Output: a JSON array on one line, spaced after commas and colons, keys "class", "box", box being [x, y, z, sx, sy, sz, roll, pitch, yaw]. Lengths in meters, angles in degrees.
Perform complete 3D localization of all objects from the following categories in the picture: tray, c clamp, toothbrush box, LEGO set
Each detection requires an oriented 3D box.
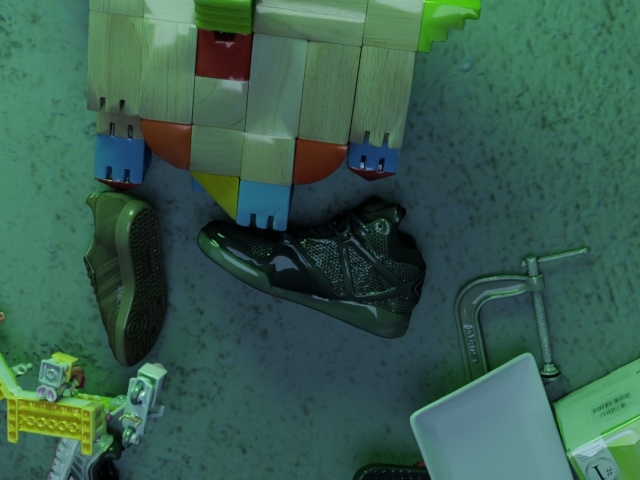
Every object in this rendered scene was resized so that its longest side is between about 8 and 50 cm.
[{"class": "tray", "box": [0.187, 0.254, 1.443, 0.145, 0.030, 0.270, -27, 113, -15]}, {"class": "c clamp", "box": [0.205, 0.090, 1.419, 0.137, 0.022, 0.161, -5, 109, 4]}, {"class": "toothbrush box", "box": [0.393, 0.253, 1.416, 0.206, 0.122, 0.283, -27, 107, 11]}, {"class": "LEGO set", "box": [-0.284, 0.120, 1.413, 0.287, 0.107, 0.132, 28, 109, 11]}]

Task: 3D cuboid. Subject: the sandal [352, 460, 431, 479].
[{"class": "sandal", "box": [0.113, 0.255, 1.458, 0.179, 0.040, 0.067, 10, 101, -18]}]

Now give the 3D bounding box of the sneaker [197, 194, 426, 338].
[{"class": "sneaker", "box": [0.000, 0.000, 1.365, 0.227, 0.087, 0.130, 20, 106, -8]}]

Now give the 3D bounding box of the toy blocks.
[{"class": "toy blocks", "box": [-0.063, -0.134, 1.291, 0.381, 0.191, 0.261, 7, 120, 0]}]

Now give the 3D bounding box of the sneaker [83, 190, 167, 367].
[{"class": "sneaker", "box": [-0.198, 0.035, 1.402, 0.071, 0.066, 0.188, 24, 123, 30]}]

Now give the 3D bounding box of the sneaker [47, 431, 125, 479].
[{"class": "sneaker", "box": [-0.249, 0.269, 1.473, 0.075, 0.063, 0.170, 18, 104, 3]}]
